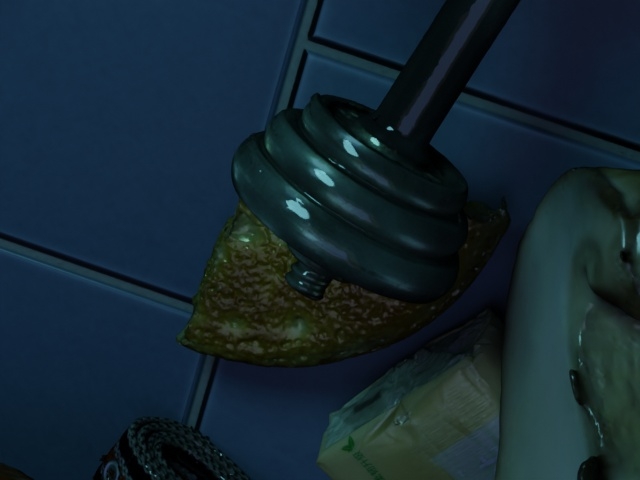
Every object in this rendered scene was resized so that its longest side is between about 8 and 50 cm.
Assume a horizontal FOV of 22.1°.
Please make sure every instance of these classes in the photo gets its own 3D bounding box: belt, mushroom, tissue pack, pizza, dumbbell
[{"bbox_3d":[-0.035,0.284,1.373,0.359,0.126,0.094,39,127,-1],"label":"belt"},{"bbox_3d":[0.333,0.122,1.179,0.397,0.224,0.314,5,80,-18],"label":"mushroom"},{"bbox_3d":[0.132,0.187,1.297,0.186,0.090,0.222,-35,104,26],"label":"tissue pack"},{"bbox_3d":[0.000,0.000,1.255,0.292,0.058,0.197,-25,107,20],"label":"pizza"},{"bbox_3d":[0.090,-0.130,1.076,0.179,0.179,0.406,31,107,-3],"label":"dumbbell"}]

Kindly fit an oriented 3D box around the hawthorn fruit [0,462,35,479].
[{"bbox_3d":[-0.304,0.397,1.304,0.402,0.403,0.403,5,116,10],"label":"hawthorn fruit"}]
